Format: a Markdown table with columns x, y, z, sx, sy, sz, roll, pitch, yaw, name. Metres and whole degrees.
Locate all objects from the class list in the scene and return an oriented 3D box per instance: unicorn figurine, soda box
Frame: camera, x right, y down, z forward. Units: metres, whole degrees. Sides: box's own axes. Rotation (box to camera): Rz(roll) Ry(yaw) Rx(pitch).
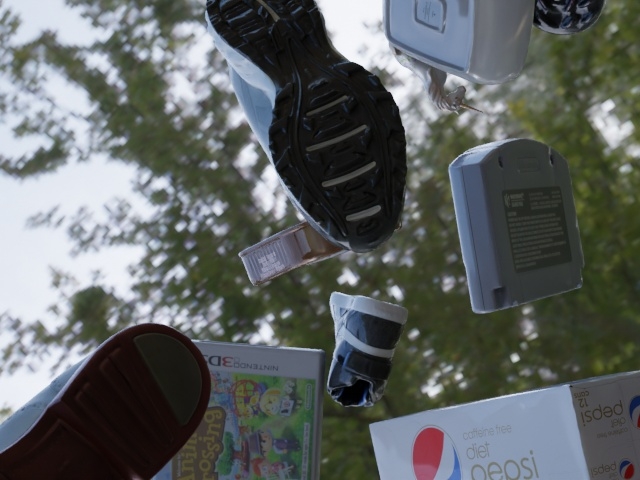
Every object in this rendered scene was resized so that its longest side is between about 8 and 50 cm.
| x | y | z | sx | sy | sz | roll | pitch | yaw | name |
| --- | --- | --- | --- | --- | --- | --- | --- | --- | --- |
| 0.152 | -0.243 | 1.990 | 0.162 | 0.060 | 0.111 | 27 | -121 | -17 | unicorn figurine |
| 0.121 | 0.136 | 0.930 | 0.069 | 0.216 | 0.073 | -6 | -99 | -32 | soda box |

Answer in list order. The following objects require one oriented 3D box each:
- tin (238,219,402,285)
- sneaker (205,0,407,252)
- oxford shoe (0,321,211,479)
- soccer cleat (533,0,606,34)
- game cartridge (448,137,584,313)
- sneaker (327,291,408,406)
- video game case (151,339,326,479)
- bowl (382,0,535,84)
| x | y | z | sx | sy | sz | roll | pitch | yaw | name |
| --- | --- | --- | --- | --- | --- | --- | --- | --- | --- |
| 0.000 | 0.000 | 1.236 | 0.106 | 0.190 | 0.040 | -24 | -90 | -24 | tin |
| -0.004 | -0.091 | 1.106 | 0.100 | 0.108 | 0.271 | -21 | -129 | -7 | sneaker |
| -0.225 | 0.201 | 1.046 | 0.348 | 0.130 | 0.123 | -39 | -84 | -28 | oxford shoe |
| 0.221 | -0.347 | 1.296 | 0.116 | 0.109 | 0.318 | -62 | -29 | -49 | soccer cleat |
| 0.240 | -0.024 | 1.753 | 0.297 | 0.062 | 0.198 | -6 | -97 | -61 | game cartridge |
| 0.037 | 0.124 | 1.618 | 0.079 | 0.217 | 0.121 | 17 | -94 | -4 | sneaker |
| -0.094 | 0.219 | 1.587 | 0.023 | 0.193 | 0.212 | -2 | -85 | -75 | video game case |
| 0.105 | -0.200 | 1.199 | 0.142 | 0.142 | 0.053 | 29 | -134 | 30 | bowl |
